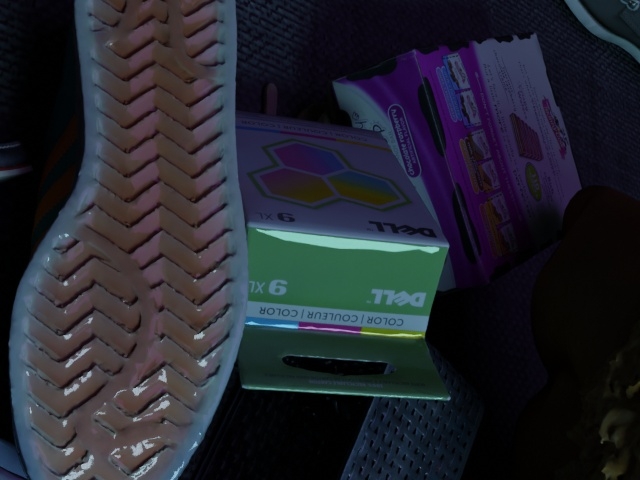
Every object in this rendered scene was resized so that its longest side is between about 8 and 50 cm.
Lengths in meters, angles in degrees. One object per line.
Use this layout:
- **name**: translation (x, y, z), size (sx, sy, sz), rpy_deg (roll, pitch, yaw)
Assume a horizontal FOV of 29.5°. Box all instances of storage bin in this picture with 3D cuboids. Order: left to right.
- **storage bin**: translation (0.002, 0.137, 0.686), size (0.084, 0.122, 0.180), rpy_deg (45, 52, -28)

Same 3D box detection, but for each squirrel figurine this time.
- **squirrel figurine**: translation (0.180, 0.188, 0.708), size (0.281, 0.370, 0.397), rpy_deg (33, 5, 7)

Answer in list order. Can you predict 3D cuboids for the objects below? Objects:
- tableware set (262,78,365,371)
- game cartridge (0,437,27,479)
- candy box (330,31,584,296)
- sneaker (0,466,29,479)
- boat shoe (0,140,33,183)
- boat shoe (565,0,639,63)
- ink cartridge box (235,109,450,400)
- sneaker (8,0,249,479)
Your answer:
- **tableware set**: translation (0.019, -0.004, 0.813), size (0.128, 0.039, 0.194), rpy_deg (17, 66, -43)
- **game cartridge**: translation (-0.230, 0.160, 0.486), size (0.355, 0.068, 0.230), rpy_deg (34, 52, -36)
- **candy box**: translation (0.110, -0.060, 0.875), size (0.233, 0.071, 0.159), rpy_deg (-21, 94, -58)
- **sneaker**: translation (-0.169, 0.052, 0.427), size (0.099, 0.153, 0.282), rpy_deg (0, 78, -48)
- **boat shoe**: translation (-0.202, -0.040, 0.584), size (0.137, 0.049, 0.043), rpy_deg (-10, 84, -43)
- **boat shoe**: translation (0.320, -0.228, 1.163), size (0.305, 0.091, 0.109), rpy_deg (33, 56, -37)
- **ink cartridge box**: translation (0.000, 0.000, 0.661), size (0.109, 0.062, 0.209), rpy_deg (6, 27, -15)
- **sneaker**: translation (-0.094, -0.005, 0.622), size (0.108, 0.121, 0.302), rpy_deg (8, 69, -10)
